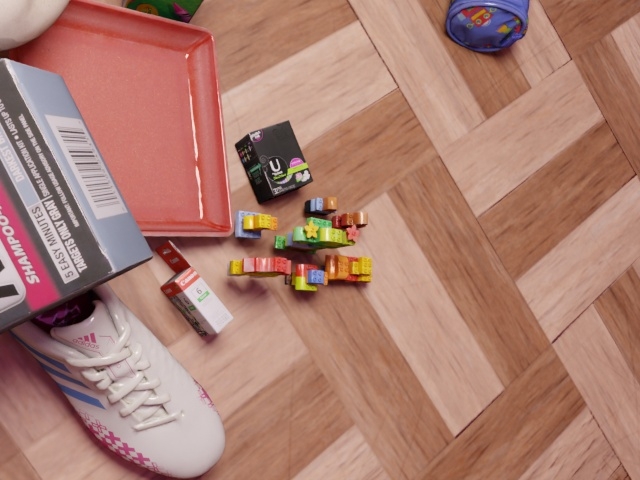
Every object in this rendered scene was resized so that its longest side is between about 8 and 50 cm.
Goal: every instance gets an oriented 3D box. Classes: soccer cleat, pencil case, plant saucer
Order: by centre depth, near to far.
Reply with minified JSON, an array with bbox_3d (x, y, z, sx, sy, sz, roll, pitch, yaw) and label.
[{"bbox_3d":[-0.217,0.130,0.762,0.331,0.143,0.116,48,67,-11],"label":"soccer cleat"},{"bbox_3d":[-0.221,-0.128,0.823,0.259,0.047,0.259,0,81,-44],"label":"plant saucer"},{"bbox_3d":[0.280,-0.432,1.109,0.133,0.119,0.306,21,74,-12],"label":"pencil case"}]

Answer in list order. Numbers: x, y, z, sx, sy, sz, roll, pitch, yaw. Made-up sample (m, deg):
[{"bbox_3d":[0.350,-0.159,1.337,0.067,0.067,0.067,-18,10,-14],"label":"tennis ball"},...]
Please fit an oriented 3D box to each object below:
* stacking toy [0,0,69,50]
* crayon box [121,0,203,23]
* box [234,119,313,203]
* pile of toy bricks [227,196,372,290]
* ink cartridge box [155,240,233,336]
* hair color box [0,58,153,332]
[{"bbox_3d":[-0.474,-0.329,0.619,0.479,0.350,0.351,0,79,11],"label":"stacking toy"},{"bbox_3d":[-0.170,-0.410,0.862,0.081,0.165,0.279,6,79,-25],"label":"crayon box"},{"bbox_3d":[-0.058,-0.098,0.928,0.062,0.052,0.083,-22,91,-29],"label":"box"},{"bbox_3d":[0.000,0.000,0.893,0.212,0.105,0.118,6,80,-37],"label":"pile of toy bricks"},{"bbox_3d":[-0.154,0.057,0.850,0.029,0.063,0.115,-43,101,-27],"label":"ink cartridge box"},{"bbox_3d":[-0.359,0.019,0.630,0.374,0.113,0.185,-26,94,6],"label":"hair color box"}]
